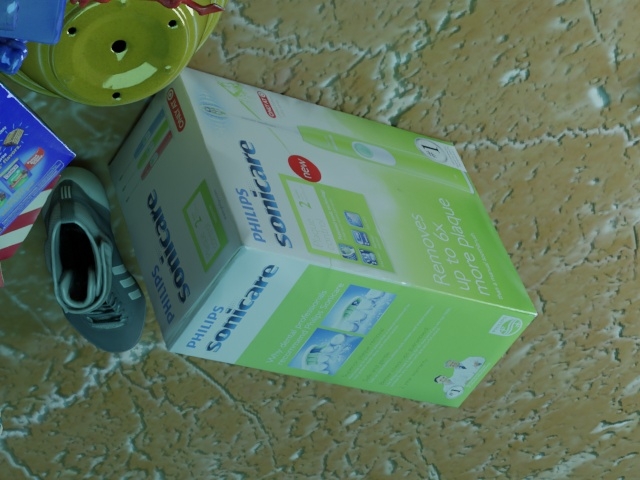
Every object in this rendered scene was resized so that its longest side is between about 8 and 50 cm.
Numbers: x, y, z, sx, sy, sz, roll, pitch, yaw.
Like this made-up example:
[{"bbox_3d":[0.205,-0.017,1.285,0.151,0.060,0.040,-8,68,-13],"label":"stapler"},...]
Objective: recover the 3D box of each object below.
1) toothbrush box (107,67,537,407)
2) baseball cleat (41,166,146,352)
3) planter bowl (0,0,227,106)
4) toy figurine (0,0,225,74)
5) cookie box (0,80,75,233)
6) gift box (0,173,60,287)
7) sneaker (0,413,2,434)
[{"bbox_3d":[0.000,0.000,1.524,0.283,0.206,0.122,13,128,-33],"label":"toothbrush box"},{"bbox_3d":[-0.188,0.040,1.556,0.072,0.109,0.206,-10,134,6],"label":"baseball cleat"},{"bbox_3d":[-0.152,-0.161,1.377,0.217,0.090,0.217,-12,138,-11],"label":"planter bowl"},{"bbox_3d":[-0.132,-0.209,1.111,0.191,0.217,0.362,17,136,-5],"label":"toy figurine"},{"bbox_3d":[-0.211,-0.053,1.157,0.092,0.040,0.107,-47,145,-4],"label":"cookie box"},{"bbox_3d":[-0.326,-0.093,1.245,0.276,0.258,0.255,-16,138,-6],"label":"gift box"},{"bbox_3d":[-0.397,0.188,1.650,0.275,0.107,0.110,-20,158,4],"label":"sneaker"}]
